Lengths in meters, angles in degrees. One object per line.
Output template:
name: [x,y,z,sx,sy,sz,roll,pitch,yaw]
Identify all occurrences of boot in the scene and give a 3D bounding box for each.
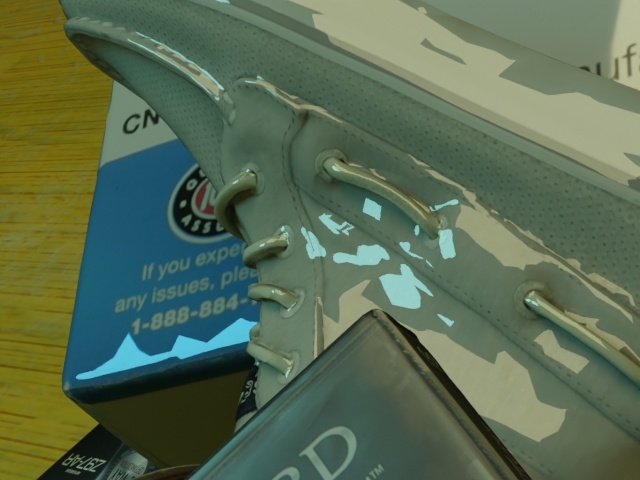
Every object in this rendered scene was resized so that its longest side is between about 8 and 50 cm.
boot: [0.000,0.000,0.466,0.258,0.095,0.123,25,80,34]

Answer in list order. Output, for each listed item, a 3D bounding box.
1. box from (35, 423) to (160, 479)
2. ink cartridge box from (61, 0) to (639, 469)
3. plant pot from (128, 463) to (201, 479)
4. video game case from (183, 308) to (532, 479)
box: [-0.087,0.107,0.777,0.083,0.018,0.067,3,36,49]
ink cartridge box: [0.083,-0.105,0.662,0.285,0.166,0.395,-15,52,27]
plant pot: [0.016,0.151,0.410,0.165,0.167,0.167,9,41,42]
video game case: [0.013,0.168,0.296,0.196,0.026,0.274,-43,52,6]
